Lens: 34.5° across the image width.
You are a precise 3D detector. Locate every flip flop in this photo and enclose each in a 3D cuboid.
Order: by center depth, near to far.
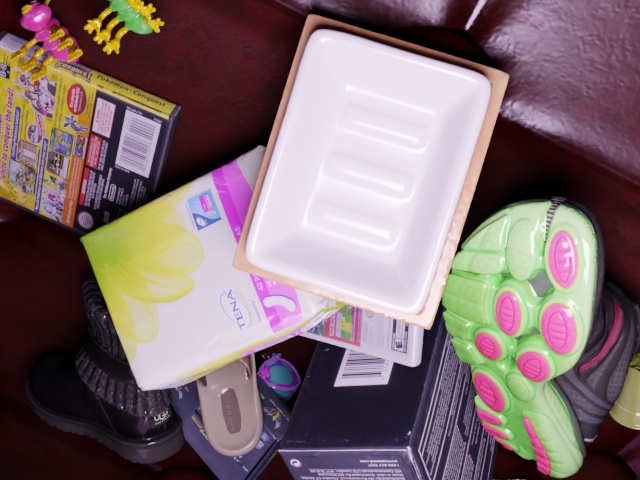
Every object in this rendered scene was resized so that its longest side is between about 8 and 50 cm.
[{"bbox_3d":[-0.149,0.166,1.446,0.112,0.277,0.080,-14,169,9],"label":"flip flop"}]

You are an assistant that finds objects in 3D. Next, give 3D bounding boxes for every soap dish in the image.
[{"bbox_3d":[0.055,-0.075,1.138,0.229,0.118,0.290,17,93,5],"label":"soap dish"}]

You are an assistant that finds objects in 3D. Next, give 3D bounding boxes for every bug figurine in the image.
[{"bbox_3d":[-0.309,-0.301,1.191,0.279,0.072,0.216,-17,128,26],"label":"bug figurine"}]

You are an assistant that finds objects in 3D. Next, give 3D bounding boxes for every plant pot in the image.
[{"bbox_3d":[0.422,0.192,1.348,0.083,0.083,0.079,5,119,17],"label":"plant pot"}]

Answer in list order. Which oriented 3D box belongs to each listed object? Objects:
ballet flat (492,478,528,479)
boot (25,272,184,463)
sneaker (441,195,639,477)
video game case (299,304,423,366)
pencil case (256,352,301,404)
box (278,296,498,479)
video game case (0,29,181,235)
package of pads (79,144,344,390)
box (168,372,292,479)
[{"bbox_3d":[0.197,0.439,1.605,0.409,0.147,0.147,-8,126,27],"label":"ballet flat"},{"bbox_3d":[-0.339,0.162,1.558,0.348,0.131,0.260,13,121,37],"label":"boot"},{"bbox_3d":[0.272,0.094,1.220,0.185,0.202,0.482,29,154,28],"label":"sneaker"},{"bbox_3d":[0.052,0.039,1.277,0.183,0.023,0.201,12,104,36],"label":"video game case"},{"bbox_3d":[-0.088,0.241,1.584,0.070,0.064,0.151,15,135,-18],"label":"pencil case"},{"bbox_3d":[0.106,0.263,1.371,0.183,0.296,0.294,-7,126,25],"label":"box"},{"bbox_3d":[-0.330,-0.120,1.382,0.248,0.035,0.275,23,134,0],"label":"video game case"},{"bbox_3d":[-0.135,0.043,1.306,0.297,0.101,0.229,-24,83,23],"label":"package of pads"},{"bbox_3d":[-0.156,0.248,1.559,0.232,0.059,0.183,48,136,14],"label":"box"}]
